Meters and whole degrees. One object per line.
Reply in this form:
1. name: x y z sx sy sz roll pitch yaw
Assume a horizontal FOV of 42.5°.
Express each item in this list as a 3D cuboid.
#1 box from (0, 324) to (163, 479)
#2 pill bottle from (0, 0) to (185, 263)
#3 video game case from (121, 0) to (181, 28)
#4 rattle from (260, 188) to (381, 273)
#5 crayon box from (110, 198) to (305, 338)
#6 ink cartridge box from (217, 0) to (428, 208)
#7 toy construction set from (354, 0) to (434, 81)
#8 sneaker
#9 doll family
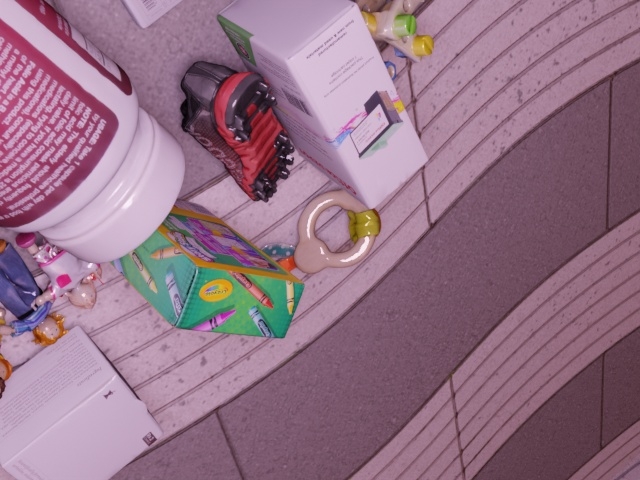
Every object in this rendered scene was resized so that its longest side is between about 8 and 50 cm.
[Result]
1. box: -0.344 0.249 1.135 0.182 0.119 0.181 -38 143 -16
2. pill bottle: -0.339 -0.147 0.862 0.224 0.224 0.392 -51 134 -4
3. video game case: -0.192 -0.403 0.972 0.206 0.026 0.227 -42 132 -12
4. rattle: 0.000 0.000 1.354 0.200 0.143 0.130 -40 102 7
5. crayon box: -0.169 0.022 1.055 0.165 0.278 0.081 12 105 -42
6. ink cartridge box: 0.007 -0.203 1.118 0.117 0.201 0.278 -40 133 -8
7. toy construction set: 0.058 -0.372 1.084 0.327 0.151 0.215 47 60 -60
8. sneaker: -0.118 -0.151 1.129 0.097 0.135 0.276 -55 159 -17
9. doll family: -0.400 0.093 1.048 0.263 0.118 0.163 -49 131 -31
